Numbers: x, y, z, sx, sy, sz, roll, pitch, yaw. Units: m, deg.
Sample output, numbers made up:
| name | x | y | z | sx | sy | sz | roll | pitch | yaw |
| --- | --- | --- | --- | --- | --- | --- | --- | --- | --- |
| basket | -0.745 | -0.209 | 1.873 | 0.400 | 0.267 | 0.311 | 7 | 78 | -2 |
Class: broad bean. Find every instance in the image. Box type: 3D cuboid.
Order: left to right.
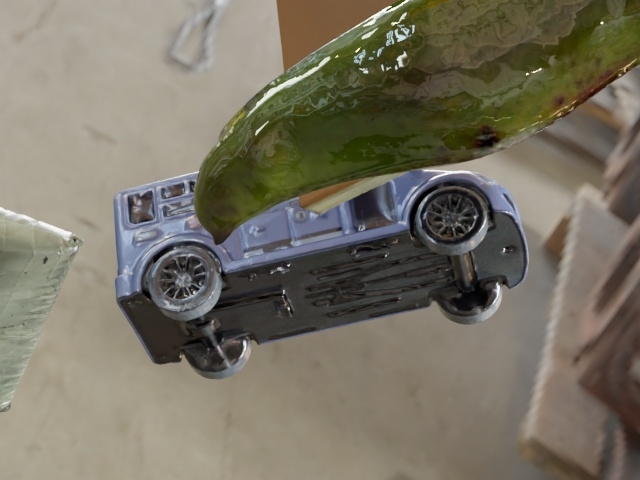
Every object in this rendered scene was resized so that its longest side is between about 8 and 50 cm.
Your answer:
| name | x | y | z | sx | sy | sz | roll | pitch | yaw |
| --- | --- | --- | --- | --- | --- | --- | --- | --- | --- |
| broad bean | 0.097 | -0.093 | 0.735 | 0.077 | 0.339 | 0.061 | 58 | -2 | 6 |

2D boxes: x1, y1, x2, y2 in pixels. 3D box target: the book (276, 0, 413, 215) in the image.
| name | x | y | z | sx | sy | sz | roll | pitch | yaw |
| --- | --- | --- | --- | --- | --- | --- | --- | --- | --- |
| book | 0.067 | -0.229 | 1.070 | 0.028 | 0.262 | 0.374 | 16 | 60 | -44 |

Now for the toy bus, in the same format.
| name | x | y | z | sx | sy | sz | roll | pitch | yaw |
| --- | --- | --- | --- | --- | --- | --- | --- | --- | --- |
| toy bus | 0.000 | 0.000 | 1.336 | 0.292 | 0.125 | 0.133 | -13 | 59 | 5 |

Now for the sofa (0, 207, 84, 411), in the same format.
| name | x | y | z | sx | sy | sz | roll | pitch | yaw |
| --- | --- | --- | --- | --- | --- | --- | --- | --- | --- |
| sofa | -0.330 | -0.002 | 1.515 | 0.176 | 0.210 | 0.225 | 6 | 37 | -30 |
